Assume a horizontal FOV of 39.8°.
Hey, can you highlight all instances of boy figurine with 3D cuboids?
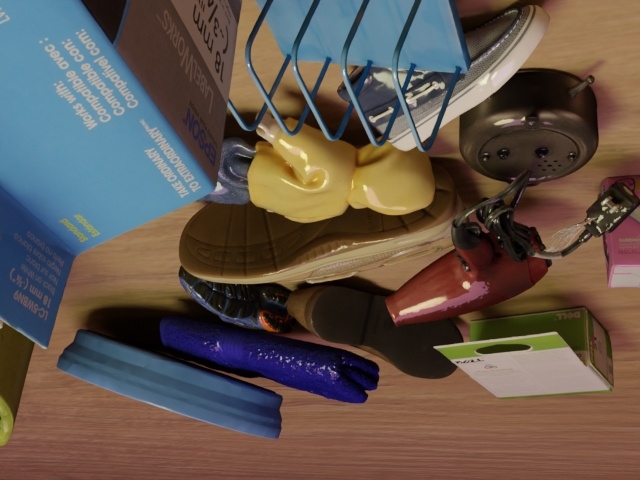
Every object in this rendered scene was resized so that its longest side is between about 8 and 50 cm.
[{"bbox_3d":[-0.026,-0.077,0.903,0.285,0.092,0.177,1,154,8],"label":"boy figurine"}]

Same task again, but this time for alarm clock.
[{"bbox_3d":[0.201,-0.094,0.861,0.129,0.064,0.192,0,157,11],"label":"alarm clock"}]

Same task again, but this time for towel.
[{"bbox_3d":[-0.078,0.191,1.392,0.308,0.076,0.228,8,170,23],"label":"towel"}]

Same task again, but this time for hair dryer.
[{"bbox_3d":[0.167,0.007,0.940,0.224,0.080,0.293,4,144,-34],"label":"hair dryer"}]

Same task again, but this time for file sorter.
[{"bbox_3d":[0.012,-0.143,0.684,0.170,0.104,0.118,10,154,26],"label":"file sorter"}]

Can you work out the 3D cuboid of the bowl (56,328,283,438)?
[{"bbox_3d":[-0.245,0.239,1.497,0.391,0.077,0.391,18,171,3],"label":"bowl"}]

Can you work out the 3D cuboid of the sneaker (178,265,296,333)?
[{"bbox_3d":[-0.130,0.088,1.286,0.087,0.083,0.221,-8,150,37],"label":"sneaker"}]

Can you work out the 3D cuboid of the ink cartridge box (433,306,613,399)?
[{"bbox_3d":[0.307,0.152,1.318,0.189,0.097,0.255,-11,149,30],"label":"ink cartridge box"}]

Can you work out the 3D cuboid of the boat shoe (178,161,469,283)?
[{"bbox_3d":[0.000,0.000,1.022,0.341,0.121,0.110,-8,153,21],"label":"boat shoe"}]

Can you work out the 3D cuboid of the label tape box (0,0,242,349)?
[{"bbox_3d":[-0.140,-0.130,0.524,0.106,0.333,0.240,-2,154,15],"label":"label tape box"}]

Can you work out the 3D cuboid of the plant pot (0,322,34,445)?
[{"bbox_3d":[-0.490,0.149,1.157,0.276,0.254,0.276,-8,131,-9],"label":"plant pot"}]

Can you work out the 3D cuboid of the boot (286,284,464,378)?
[{"bbox_3d":[0.087,0.128,1.338,0.305,0.112,0.115,22,173,-30],"label":"boot"}]

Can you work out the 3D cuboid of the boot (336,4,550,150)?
[{"bbox_3d":[0.098,-0.152,0.753,0.086,0.069,0.190,36,133,-17],"label":"boot"}]

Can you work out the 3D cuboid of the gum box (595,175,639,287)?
[{"bbox_3d":[0.393,-0.010,0.944,0.189,0.107,0.062,-1,154,13],"label":"gum box"}]

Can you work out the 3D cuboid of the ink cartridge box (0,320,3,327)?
[{"bbox_3d":[-0.330,-0.074,0.713,0.226,0.306,0.131,-14,148,36],"label":"ink cartridge box"}]
